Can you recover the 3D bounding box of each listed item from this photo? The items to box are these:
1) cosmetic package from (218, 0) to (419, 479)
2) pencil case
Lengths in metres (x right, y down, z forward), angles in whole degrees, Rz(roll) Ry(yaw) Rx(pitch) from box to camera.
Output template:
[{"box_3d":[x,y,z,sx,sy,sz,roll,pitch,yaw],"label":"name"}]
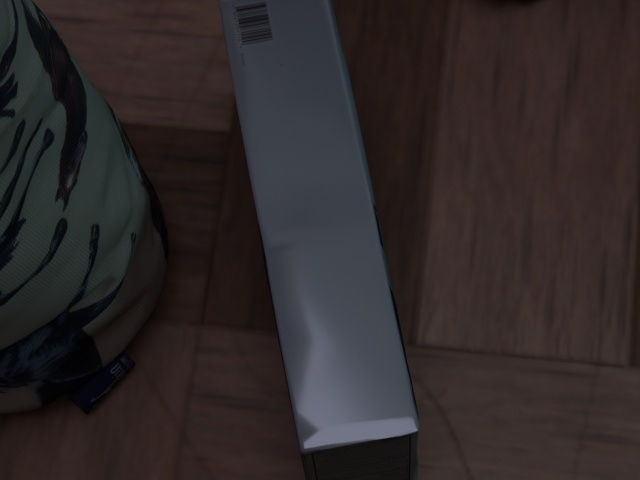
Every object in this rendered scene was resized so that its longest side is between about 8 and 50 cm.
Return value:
[{"box_3d":[0.000,0.000,0.835,0.060,0.099,0.239,-10,68,-3],"label":"cosmetic package"},{"box_3d":[-0.181,-0.032,0.692,0.160,0.410,0.183,16,76,12],"label":"pencil case"}]
